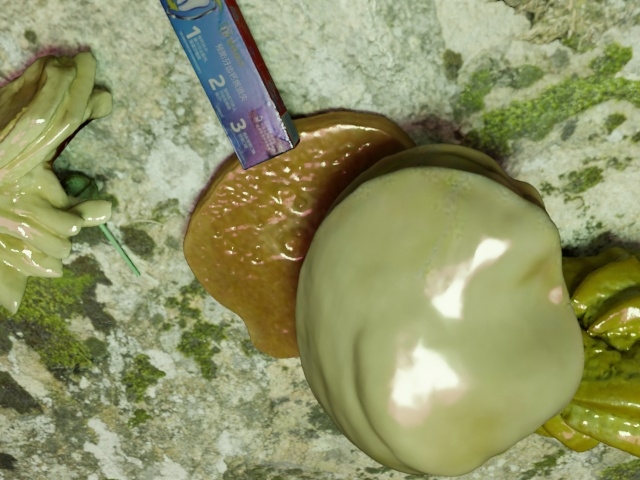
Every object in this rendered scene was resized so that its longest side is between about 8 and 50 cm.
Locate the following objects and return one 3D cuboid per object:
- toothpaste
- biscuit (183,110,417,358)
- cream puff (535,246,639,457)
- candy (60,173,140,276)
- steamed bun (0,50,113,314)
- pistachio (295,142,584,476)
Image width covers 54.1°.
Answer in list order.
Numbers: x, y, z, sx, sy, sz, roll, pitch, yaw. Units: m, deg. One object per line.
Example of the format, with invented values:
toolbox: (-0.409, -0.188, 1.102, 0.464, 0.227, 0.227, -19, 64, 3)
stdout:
toothpaste: (-0.127, -0.248, 0.772, 0.076, 0.066, 0.320, -21, 106, 13)
biscuit: (0.000, -0.001, 0.946, 0.385, 0.062, 0.365, -27, 114, 14)
cream puff: (0.416, 0.149, 0.890, 0.323, 0.270, 0.274, 1, 97, 30)
candy: (-0.332, -0.015, 0.961, 0.061, 0.061, 0.202, -17, 127, 11)
steamed bun: (-0.428, -0.047, 0.840, 0.428, 0.247, 0.189, -32, 129, 16)
pistachio: (0.143, 0.104, 0.802, 0.365, 0.281, 0.445, 14, 113, 12)
